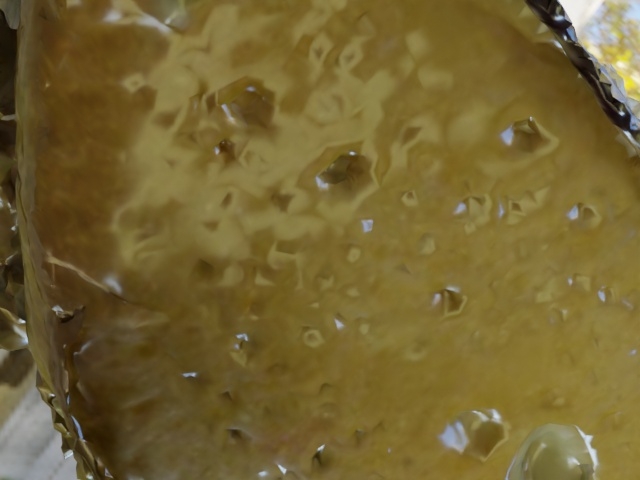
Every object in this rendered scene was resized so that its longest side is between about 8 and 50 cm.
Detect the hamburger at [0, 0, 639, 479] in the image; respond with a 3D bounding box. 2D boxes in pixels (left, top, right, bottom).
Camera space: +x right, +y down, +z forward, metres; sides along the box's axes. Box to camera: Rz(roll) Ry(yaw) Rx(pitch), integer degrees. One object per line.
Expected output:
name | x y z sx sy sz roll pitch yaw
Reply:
hamburger | 0.000 0.000 0.601 0.287 0.445 0.268 -36 -151 8
